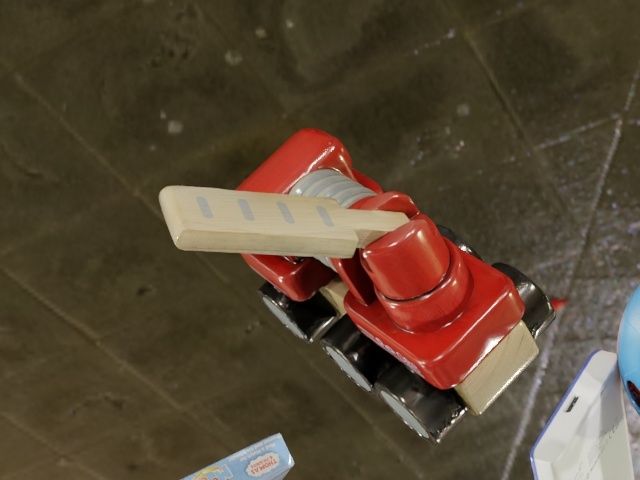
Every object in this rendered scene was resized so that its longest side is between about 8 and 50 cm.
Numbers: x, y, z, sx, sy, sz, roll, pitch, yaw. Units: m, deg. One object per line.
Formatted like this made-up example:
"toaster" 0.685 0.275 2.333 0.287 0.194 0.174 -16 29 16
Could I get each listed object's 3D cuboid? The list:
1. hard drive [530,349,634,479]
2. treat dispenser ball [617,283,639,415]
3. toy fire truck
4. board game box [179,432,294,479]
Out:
"hard drive" 0.363 0.335 1.543 0.040 0.210 0.318 10 132 35
"treat dispenser ball" 0.530 0.143 1.471 0.288 0.288 0.288 -4 140 -4
"toy fire truck" 0.000 0.000 0.721 0.158 0.217 0.246 -44 133 -11
"board game box" -0.116 0.258 1.129 0.160 0.039 0.211 -24 164 -16
